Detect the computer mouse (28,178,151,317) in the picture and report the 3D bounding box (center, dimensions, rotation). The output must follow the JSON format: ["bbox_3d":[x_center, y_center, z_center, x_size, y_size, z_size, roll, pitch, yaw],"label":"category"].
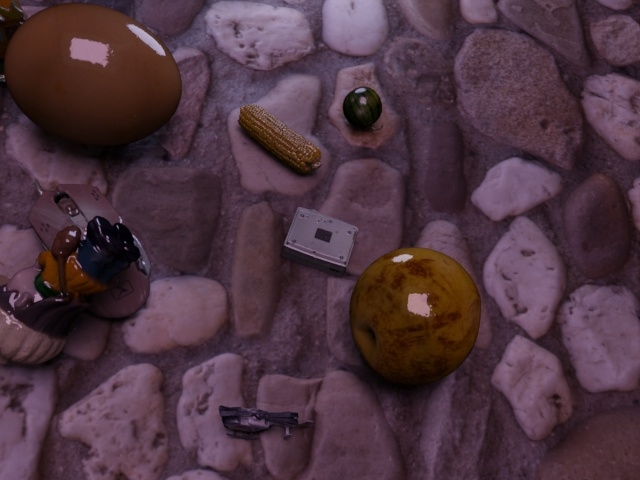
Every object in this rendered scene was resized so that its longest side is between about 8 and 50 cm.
[{"bbox_3d":[-0.484,-0.008,1.677,0.200,0.115,0.389,-29,71,-28],"label":"computer mouse"}]

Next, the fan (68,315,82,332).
[{"bbox_3d":[-0.518,0.170,1.624,0.056,0.004,0.083,30,67,2],"label":"fan"}]

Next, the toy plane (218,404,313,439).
[{"bbox_3d":[-0.113,0.351,1.569,0.197,0.078,0.053,14,56,-21],"label":"toy plane"}]

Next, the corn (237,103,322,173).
[{"bbox_3d":[-0.097,-0.237,1.905,0.238,0.080,0.080,35,60,12],"label":"corn"}]

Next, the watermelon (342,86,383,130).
[{"bbox_3d":[0.103,-0.321,1.984,0.109,0.109,0.108,5,60,-9],"label":"watermelon"}]

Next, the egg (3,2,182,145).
[{"bbox_3d":[-0.489,-0.356,1.764,0.374,0.301,0.300,13,59,-15],"label":"egg"}]

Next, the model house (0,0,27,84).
[{"bbox_3d":[-0.840,-0.500,1.773,0.358,0.312,0.242,-21,64,-20],"label":"model house"}]

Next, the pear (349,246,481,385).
[{"bbox_3d":[0.193,0.148,1.639,0.281,0.280,0.280,5,60,-9],"label":"pear"}]

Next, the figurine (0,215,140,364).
[{"bbox_3d":[-0.491,0.105,1.511,0.332,0.185,0.204,-23,69,14],"label":"figurine"}]

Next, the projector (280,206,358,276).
[{"bbox_3d":[0.000,0.000,1.799,0.147,0.061,0.115,19,57,-1],"label":"projector"}]
